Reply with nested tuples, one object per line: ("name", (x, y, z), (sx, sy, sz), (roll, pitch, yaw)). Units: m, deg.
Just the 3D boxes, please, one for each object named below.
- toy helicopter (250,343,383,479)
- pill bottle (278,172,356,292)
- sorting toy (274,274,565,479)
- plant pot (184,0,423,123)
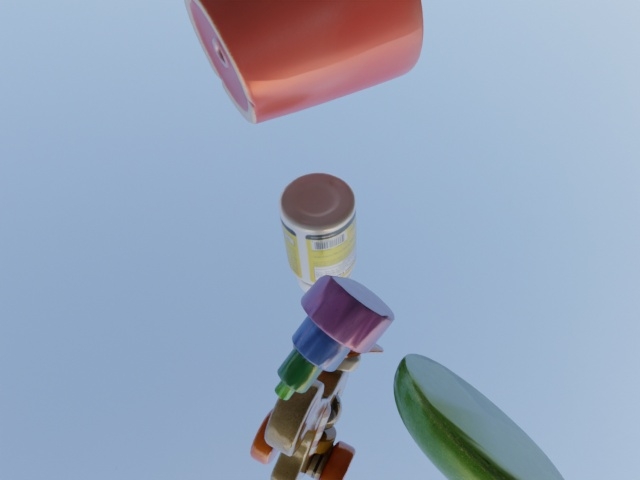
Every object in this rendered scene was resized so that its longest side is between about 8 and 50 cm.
("toy helicopter", (-0.003, 0.213, 0.693), (0.140, 0.355, 0.235), (25, -104, 13))
("pill bottle", (0.000, 0.000, 0.870), (0.119, 0.208, 0.119), (-2, -127, 2))
("sorting toy", (0.083, 0.172, 0.321), (0.365, 0.126, 0.127), (43, -168, 35))
("plant pot", (-0.035, -0.302, 0.727), (0.243, 0.275, 0.275), (-29, -100, -9))
